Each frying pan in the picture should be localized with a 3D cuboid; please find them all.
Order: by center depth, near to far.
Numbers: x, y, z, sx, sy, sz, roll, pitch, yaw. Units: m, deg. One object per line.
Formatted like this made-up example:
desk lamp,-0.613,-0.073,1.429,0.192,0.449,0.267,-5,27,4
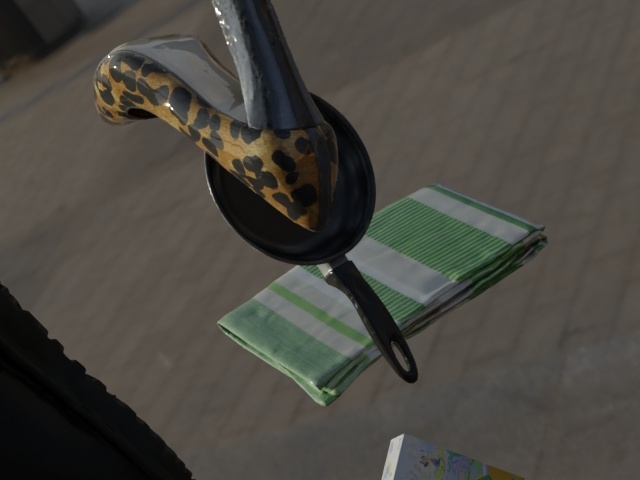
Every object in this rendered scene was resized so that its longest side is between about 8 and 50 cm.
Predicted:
frying pan,0.013,-0.022,1.585,0.053,0.326,0.197,-31,19,55

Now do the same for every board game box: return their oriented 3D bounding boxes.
board game box,0.085,0.232,1.127,0.026,0.103,0.154,138,150,-62

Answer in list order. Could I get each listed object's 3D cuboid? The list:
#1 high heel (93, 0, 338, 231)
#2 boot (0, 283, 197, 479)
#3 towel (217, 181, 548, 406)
high heel,-0.088,-0.070,1.160,0.093,0.186,0.261,-19,-2,-35
boot,-0.177,0.135,0.677,0.094,0.246,0.207,15,62,39
towel,0.070,0.049,1.758,0.325,0.038,0.248,-35,31,-17
